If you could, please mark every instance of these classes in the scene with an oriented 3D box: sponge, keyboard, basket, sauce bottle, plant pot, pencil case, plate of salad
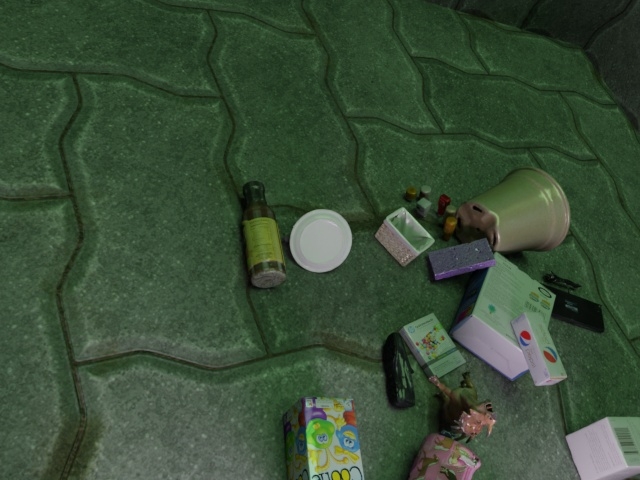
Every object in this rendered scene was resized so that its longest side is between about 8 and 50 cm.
[{"bbox_3d":[0.482,0.063,2.026,0.210,0.031,0.117,-15,39,9],"label":"sponge"},{"bbox_3d":[0.947,0.227,2.260,0.317,0.033,0.202,20,55,-16],"label":"keyboard"},{"bbox_3d":[0.284,-0.010,2.023,0.167,0.103,0.113,49,48,11],"label":"basket"},{"bbox_3d":[-0.179,-0.026,1.777,0.111,0.111,0.344,6,52,-25],"label":"sauce bottle"},{"bbox_3d":[0.675,-0.075,2.169,0.305,0.334,0.334,-19,66,-26],"label":"plant pot"},{"bbox_3d":[0.269,0.668,1.455,0.160,0.167,0.386,25,47,14],"label":"pencil case"},{"bbox_3d":[0.000,0.000,1.835,0.199,0.200,0.048,17,6,-17],"label":"plate of salad"}]

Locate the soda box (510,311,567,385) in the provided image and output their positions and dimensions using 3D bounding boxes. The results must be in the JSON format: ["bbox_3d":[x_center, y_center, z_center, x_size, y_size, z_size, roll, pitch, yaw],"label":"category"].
[{"bbox_3d":[0.664,0.328,1.801,0.073,0.069,0.216,5,55,-26],"label":"soda box"}]

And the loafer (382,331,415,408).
[{"bbox_3d":[0.233,0.378,1.725,0.078,0.076,0.223,14,55,-26],"label":"loafer"}]

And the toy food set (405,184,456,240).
[{"bbox_3d":[0.419,-0.110,2.202,0.232,0.104,0.111,37,58,25],"label":"toy food set"}]

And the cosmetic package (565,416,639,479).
[{"bbox_3d":[0.890,0.642,1.808,0.151,0.184,0.151,7,53,-23],"label":"cosmetic package"}]

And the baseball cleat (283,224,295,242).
[{"bbox_3d":[-0.017,-0.010,1.880,0.206,0.072,0.109,-20,79,-31],"label":"baseball cleat"}]

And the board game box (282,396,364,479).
[{"bbox_3d":[0.006,0.537,1.428,0.142,0.144,0.275,9,52,-23],"label":"board game box"}]

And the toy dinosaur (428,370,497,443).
[{"bbox_3d":[0.398,0.483,1.645,0.127,0.296,0.200,-18,55,1],"label":"toy dinosaur"}]

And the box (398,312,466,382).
[{"bbox_3d":[0.349,0.332,1.846,0.145,0.038,0.186,-16,64,-37],"label":"box"}]

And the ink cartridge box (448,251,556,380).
[{"bbox_3d":[0.627,0.228,1.999,0.270,0.151,0.395,36,49,0],"label":"ink cartridge box"}]
